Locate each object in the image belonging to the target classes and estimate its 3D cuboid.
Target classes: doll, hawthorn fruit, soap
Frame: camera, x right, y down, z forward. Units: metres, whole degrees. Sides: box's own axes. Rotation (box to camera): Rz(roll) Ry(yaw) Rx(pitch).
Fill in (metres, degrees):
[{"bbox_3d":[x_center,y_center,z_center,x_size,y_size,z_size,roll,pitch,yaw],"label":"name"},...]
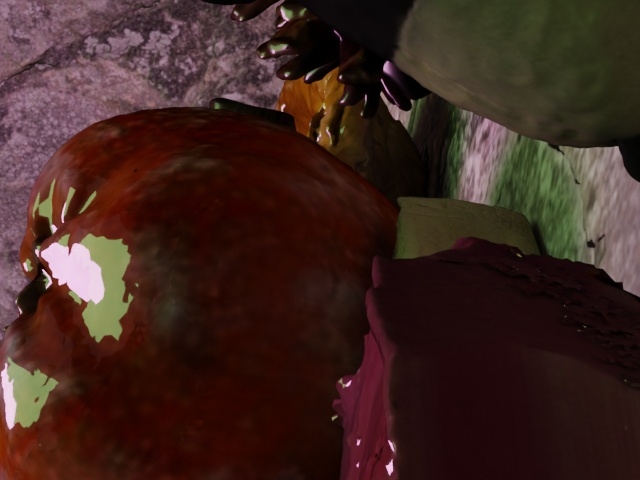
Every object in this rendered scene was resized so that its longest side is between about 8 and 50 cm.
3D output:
[{"bbox_3d":[0.042,-0.121,0.426,0.135,0.234,0.143,-61,-5,-15],"label":"doll"},{"bbox_3d":[-0.060,0.065,0.734,0.284,0.284,0.284,-170,90,-86],"label":"hawthorn fruit"},{"bbox_3d":[0.058,0.128,0.389,0.182,0.112,0.289,100,176,-45],"label":"soap"}]

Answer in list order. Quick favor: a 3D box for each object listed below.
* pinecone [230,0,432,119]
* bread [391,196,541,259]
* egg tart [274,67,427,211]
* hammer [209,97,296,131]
[{"bbox_3d":[0.035,-0.221,0.814,0.246,0.246,0.292,-96,1,-75],"label":"pinecone"},{"bbox_3d":[0.066,0.054,0.635,0.152,0.077,0.105,-86,9,-66],"label":"bread"},{"bbox_3d":[0.000,0.000,1.125,0.352,0.150,0.351,-164,90,-76],"label":"egg tart"},{"bbox_3d":[-0.057,0.094,0.902,0.095,0.243,0.408,80,-166,-70],"label":"hammer"}]
